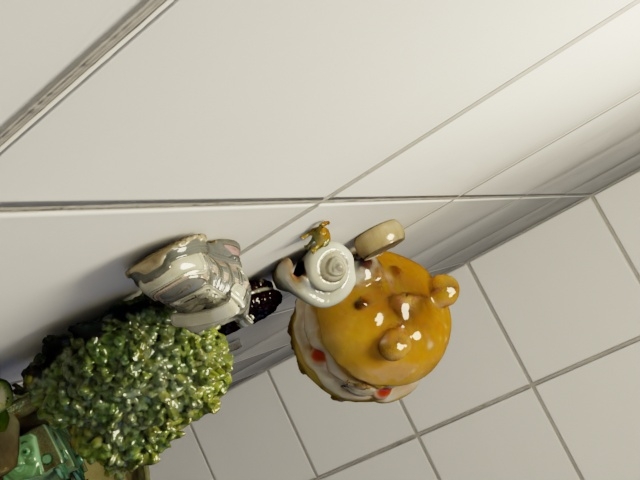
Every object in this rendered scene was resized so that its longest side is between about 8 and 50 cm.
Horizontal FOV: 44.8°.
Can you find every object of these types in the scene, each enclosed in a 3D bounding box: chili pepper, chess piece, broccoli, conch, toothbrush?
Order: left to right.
[{"bbox_3d":[-0.400,0.196,0.943,0.050,0.052,0.201,10,157,-20],"label":"chili pepper"},{"bbox_3d":[-0.219,0.178,0.939,0.242,0.180,0.273,-26,170,-7],"label":"broccoli"},{"bbox_3d":[-0.290,0.274,1.716,0.257,0.024,0.018,-20,168,-25],"label":"toothbrush"},{"bbox_3d":[-0.017,0.045,1.140,0.104,0.094,0.176,-34,-157,-24],"label":"conch"},{"bbox_3d":[0.095,-0.001,1.238,0.083,0.038,0.084,-27,169,-6],"label":"chess piece"}]

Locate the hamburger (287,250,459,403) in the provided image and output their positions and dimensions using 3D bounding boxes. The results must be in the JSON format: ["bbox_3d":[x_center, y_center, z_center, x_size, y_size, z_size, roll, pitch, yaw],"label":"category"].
[{"bbox_3d":[0.099,0.140,1.337,0.276,0.276,0.237,-21,167,-30],"label":"hamburger"}]

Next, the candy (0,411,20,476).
[{"bbox_3d":[-0.485,0.276,0.997,0.102,0.104,0.234,-24,171,15],"label":"candy"}]

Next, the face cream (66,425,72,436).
[{"bbox_3d":[-0.386,0.290,1.413,0.139,0.067,0.285,-16,165,-41],"label":"face cream"}]

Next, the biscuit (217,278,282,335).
[{"bbox_3d":[-0.148,0.110,1.136,0.194,0.053,0.194,-25,170,-5],"label":"biscuit"}]

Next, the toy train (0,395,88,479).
[{"bbox_3d":[-0.473,0.352,1.264,0.129,0.159,0.326,-26,167,-16],"label":"toy train"}]

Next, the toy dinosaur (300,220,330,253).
[{"bbox_3d":[-0.003,0.002,1.023,0.041,0.026,0.113,-41,164,-13],"label":"toy dinosaur"}]

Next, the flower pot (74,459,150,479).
[{"bbox_3d":[-0.535,0.521,1.632,0.244,0.308,0.307,-13,179,33],"label":"flower pot"}]

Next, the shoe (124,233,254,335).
[{"bbox_3d":[-0.125,0.052,0.792,0.089,0.092,0.180,-28,170,13],"label":"shoe"}]
